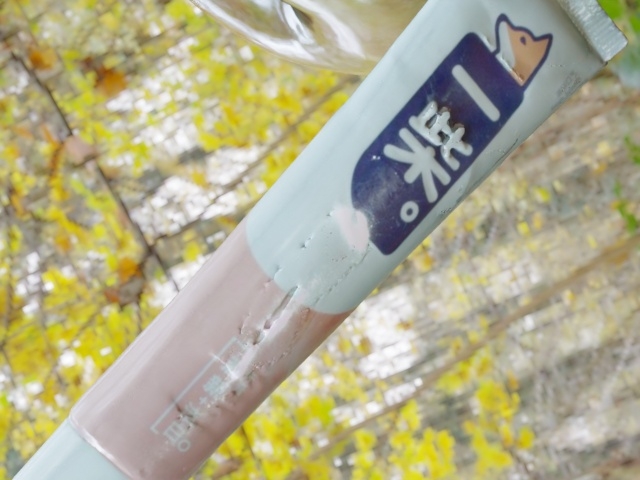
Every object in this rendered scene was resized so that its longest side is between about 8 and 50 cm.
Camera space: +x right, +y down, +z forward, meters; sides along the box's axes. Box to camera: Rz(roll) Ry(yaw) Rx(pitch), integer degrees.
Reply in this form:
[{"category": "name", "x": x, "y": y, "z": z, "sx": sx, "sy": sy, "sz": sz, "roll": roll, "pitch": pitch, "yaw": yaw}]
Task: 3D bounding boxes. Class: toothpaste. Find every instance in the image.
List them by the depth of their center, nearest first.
[{"category": "toothpaste", "x": 0.000, "y": 0.000, "z": 0.362, "sx": 0.056, "sy": 0.205, "sz": 0.036, "roll": 46, "pitch": 174, "yaw": -27}]

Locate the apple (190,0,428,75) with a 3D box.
[{"category": "apple", "x": 0.012, "y": -0.195, "z": 0.513, "sx": 0.257, "sy": 0.234, "sz": 0.257, "roll": 33, "pitch": 177, "yaw": 2}]
